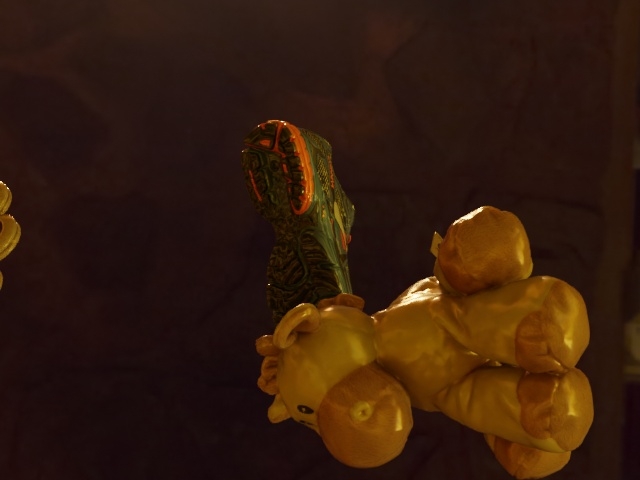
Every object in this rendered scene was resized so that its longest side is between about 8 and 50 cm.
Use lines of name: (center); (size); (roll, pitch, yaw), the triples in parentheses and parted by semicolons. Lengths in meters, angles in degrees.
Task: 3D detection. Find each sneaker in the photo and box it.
sneaker: (0.000, 0.000, 0.979); (0.083, 0.221, 0.087); (-7, -175, 38)

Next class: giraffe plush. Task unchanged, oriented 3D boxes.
giraffe plush: (0.050, 0.076, 0.716); (0.171, 0.181, 0.210); (-17, -151, -18)

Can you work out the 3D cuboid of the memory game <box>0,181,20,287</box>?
memory game: (-0.268, 0.025, 0.686); (0.186, 0.186, 0.012); (3, 142, 30)
